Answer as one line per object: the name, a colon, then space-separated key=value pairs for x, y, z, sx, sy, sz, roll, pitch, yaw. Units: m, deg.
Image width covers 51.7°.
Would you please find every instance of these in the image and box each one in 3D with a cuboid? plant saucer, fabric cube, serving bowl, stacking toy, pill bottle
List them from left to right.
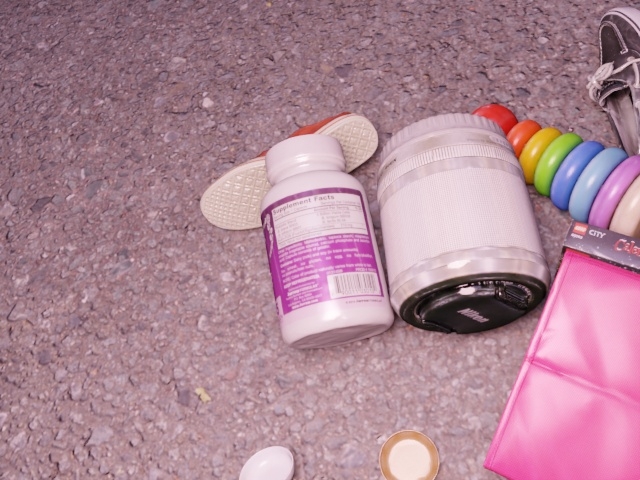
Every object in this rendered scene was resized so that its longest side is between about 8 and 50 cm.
serving bowl: x=-0.072 y=0.334 z=0.937 sx=0.083 sy=0.027 sz=0.083 roll=-19 pitch=27 yaw=10
pill bottle: x=0.000 y=0.000 z=0.999 sx=0.169 sy=0.169 sz=0.301 roll=-13 pitch=71 yaw=6
plant saucer: x=0.124 y=0.309 z=0.923 sx=0.084 sy=0.015 sz=0.083 roll=-6 pitch=61 yaw=10
stacking toy: x=0.366 y=-0.117 z=1.038 sx=0.330 sy=0.141 sz=0.141 roll=35 pitch=75 yaw=34
fabric cube: x=0.366 y=0.186 z=0.760 sx=0.258 sy=0.254 sz=0.259 roll=21 pitch=87 yaw=23

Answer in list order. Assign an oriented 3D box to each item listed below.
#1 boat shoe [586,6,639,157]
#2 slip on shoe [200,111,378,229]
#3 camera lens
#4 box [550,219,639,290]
boat shoe: x=0.495 y=-0.253 z=1.077 sx=0.105 sy=0.113 sz=0.306 roll=-5 pitch=70 yaw=-6
slip on shoe: x=-0.056 y=-0.122 z=1.152 sx=0.331 sy=0.123 sz=0.101 roll=-30 pitch=25 yaw=3
camera lens: x=0.199 y=-0.017 z=0.959 sx=0.220 sy=0.219 sz=0.274 roll=-9 pitch=61 yaw=9
box: x=0.443 y=0.061 z=0.896 sx=0.233 sy=0.159 sz=0.044 roll=20 pitch=69 yaw=22
